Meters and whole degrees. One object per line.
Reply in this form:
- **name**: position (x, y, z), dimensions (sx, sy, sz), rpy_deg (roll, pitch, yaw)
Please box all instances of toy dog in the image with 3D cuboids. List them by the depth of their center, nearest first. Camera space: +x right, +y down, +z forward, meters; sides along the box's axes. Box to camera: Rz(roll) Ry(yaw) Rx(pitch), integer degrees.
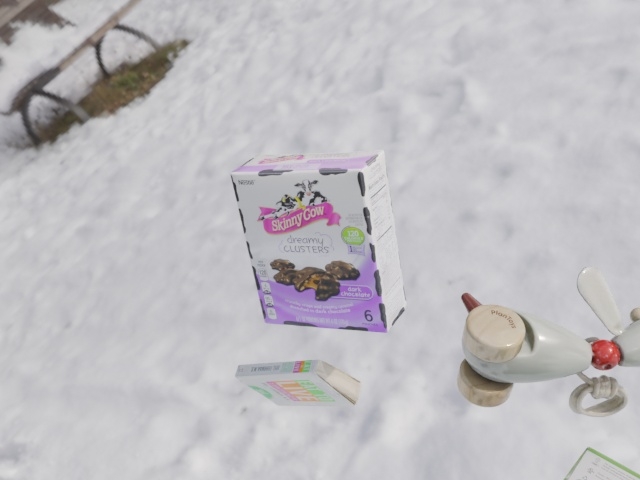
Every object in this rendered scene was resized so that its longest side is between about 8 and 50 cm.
- **toy dog**: position (0.336, 0.133, 1.155), dimensions (0.161, 0.334, 0.220), rpy_deg (-102, 30, -42)

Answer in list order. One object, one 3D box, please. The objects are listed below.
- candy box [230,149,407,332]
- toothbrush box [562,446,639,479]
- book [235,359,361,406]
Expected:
- **candy box**: position (0.000, 0.000, 0.899), dimensions (0.165, 0.196, 0.070), rpy_deg (1, 25, 28)
- **toothbrush box**: position (0.381, 0.408, 0.930), dimensions (0.206, 0.283, 0.122), rpy_deg (26, 57, 39)
- **book**: position (-0.031, 0.191, 1.059), dimensions (0.144, 0.096, 0.035), rpy_deg (-11, 51, 39)
